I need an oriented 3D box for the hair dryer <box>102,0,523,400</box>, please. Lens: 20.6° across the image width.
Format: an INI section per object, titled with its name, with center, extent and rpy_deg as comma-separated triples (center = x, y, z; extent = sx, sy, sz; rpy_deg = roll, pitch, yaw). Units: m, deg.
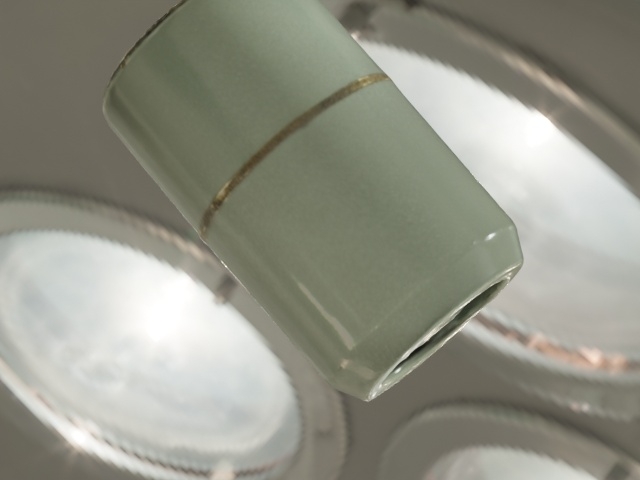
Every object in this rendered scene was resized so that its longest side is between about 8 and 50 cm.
[hair dryer]
center = 0.000, 0.000, 0.871
extent = 0.173, 0.107, 0.357
rpy_deg = 51, -6, 9
